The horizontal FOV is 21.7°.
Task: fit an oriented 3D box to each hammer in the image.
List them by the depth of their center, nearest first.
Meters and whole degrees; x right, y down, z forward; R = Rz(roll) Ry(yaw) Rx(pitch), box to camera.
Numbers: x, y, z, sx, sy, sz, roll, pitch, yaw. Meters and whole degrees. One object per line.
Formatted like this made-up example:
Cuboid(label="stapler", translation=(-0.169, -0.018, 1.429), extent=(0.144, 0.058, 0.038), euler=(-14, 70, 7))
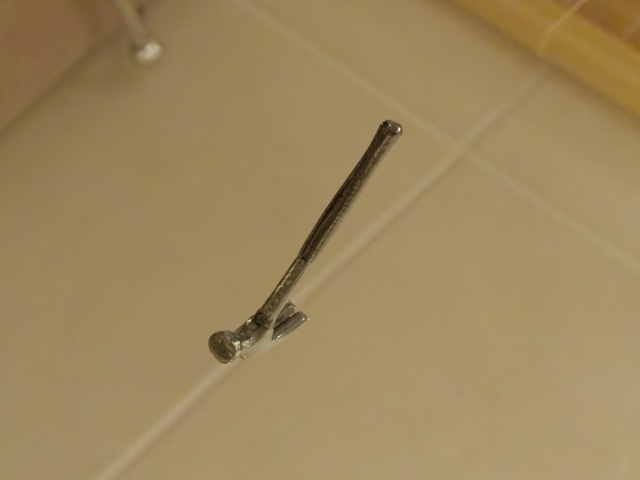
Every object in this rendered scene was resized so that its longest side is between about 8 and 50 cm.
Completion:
Cuboid(label="hammer", translation=(0.000, 0.000, 1.382), extent=(0.029, 0.246, 0.103), euler=(42, 22, 19))
